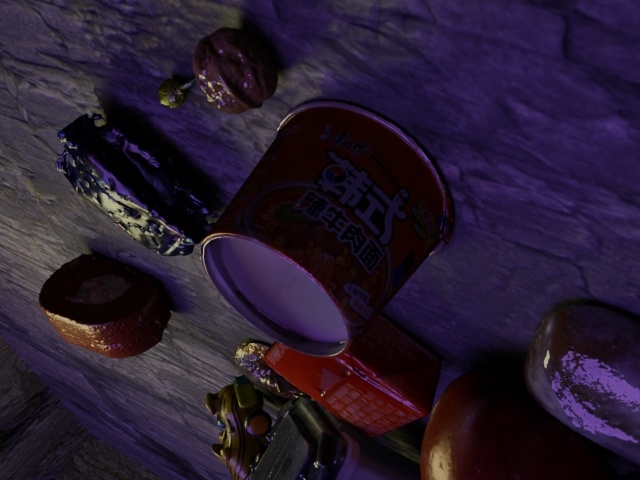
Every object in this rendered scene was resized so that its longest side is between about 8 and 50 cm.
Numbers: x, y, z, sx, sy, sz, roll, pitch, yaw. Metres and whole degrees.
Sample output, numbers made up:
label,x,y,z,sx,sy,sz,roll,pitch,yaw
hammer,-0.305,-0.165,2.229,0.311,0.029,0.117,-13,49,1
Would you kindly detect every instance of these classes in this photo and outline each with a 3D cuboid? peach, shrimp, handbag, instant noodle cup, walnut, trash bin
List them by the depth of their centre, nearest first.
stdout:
label,x,y,z,sx,sy,sz,roll,pitch,yaw
walnut,-0.092,-0.181,0.705,0.079,0.082,0.096,-23,127,22
instant noodle cup,0.000,0.000,0.740,0.250,0.192,0.250,26,148,18
peach,0.250,0.309,0.864,0.249,0.245,0.274,-10,125,39
handbag,-0.274,-0.081,0.985,0.260,0.113,0.162,43,155,-12
trash bin,0.068,0.472,1.200,0.368,0.255,0.296,28,177,-19
shrimp,-0.100,0.269,1.328,0.188,0.051,0.132,20,144,19

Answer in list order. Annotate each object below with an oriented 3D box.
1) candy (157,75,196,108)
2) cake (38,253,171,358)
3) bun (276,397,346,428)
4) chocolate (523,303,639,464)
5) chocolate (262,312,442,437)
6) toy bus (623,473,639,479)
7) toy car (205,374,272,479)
label,x,y,z,sx,sy,sz,roll,pitch,yaw
candy,-0.159,-0.197,0.804,0.123,0.035,0.035,-17,131,43
cake,-0.470,0.146,1.415,0.283,0.177,0.150,19,145,25
bun,-0.006,0.438,1.382,0.222,0.127,0.222,27,144,22
chocolate,0.373,0.192,0.722,0.303,0.100,0.185,25,143,16
chocolate,0.048,0.193,1.031,0.235,0.108,0.237,36,150,0
toy bus,0.465,0.396,0.845,0.142,0.142,0.202,38,148,-2
toy car,-0.174,0.431,1.442,0.200,0.143,0.247,166,87,-81
